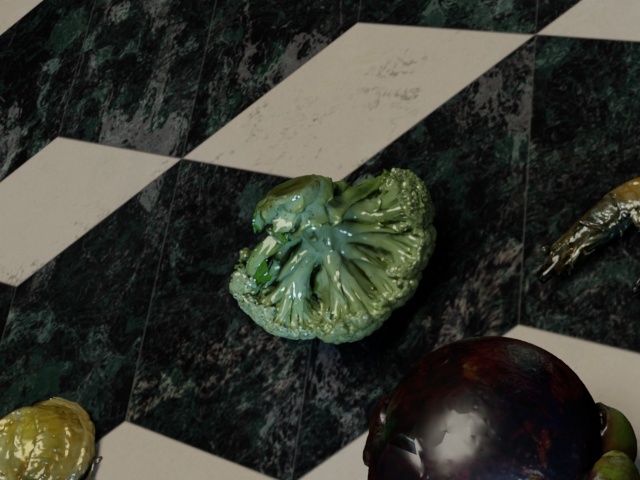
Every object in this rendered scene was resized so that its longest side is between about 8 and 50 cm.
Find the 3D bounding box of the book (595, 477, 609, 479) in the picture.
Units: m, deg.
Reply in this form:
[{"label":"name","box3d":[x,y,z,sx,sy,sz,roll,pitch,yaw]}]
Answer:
[{"label":"book","box3d":[0.327,0.380,1.601,0.018,0.170,0.242,136,153,-70]}]

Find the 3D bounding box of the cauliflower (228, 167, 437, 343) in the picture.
[{"label":"cauliflower","box3d":[0.000,0.000,2.147,0.272,0.250,0.275,12,62,44]}]

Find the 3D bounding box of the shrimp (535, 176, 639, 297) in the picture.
[{"label":"shrimp","box3d":[0.373,0.005,1.973,0.217,0.051,0.150,-36,48,7]}]

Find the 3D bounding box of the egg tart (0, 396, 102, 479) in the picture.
[{"label":"egg tart","box3d":[-0.449,0.334,2.395,0.252,0.098,0.232,-11,55,31]}]

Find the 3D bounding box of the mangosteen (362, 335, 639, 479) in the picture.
[{"label":"mangosteen","box3d":[0.198,0.252,1.748,0.311,0.311,0.311,-23,45,26]}]
